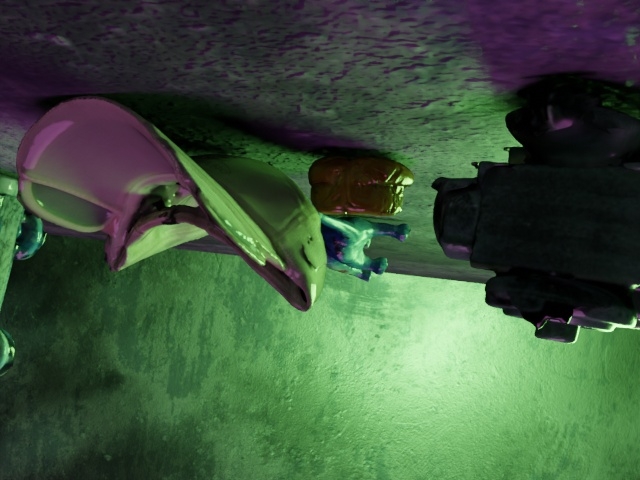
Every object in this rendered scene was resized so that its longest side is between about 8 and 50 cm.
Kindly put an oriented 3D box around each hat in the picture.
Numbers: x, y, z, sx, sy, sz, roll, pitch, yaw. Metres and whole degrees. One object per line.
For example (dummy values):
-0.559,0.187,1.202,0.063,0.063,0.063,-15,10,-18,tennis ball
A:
-0.104,-0.045,0.563,0.219,0.164,0.226,9,138,27,hat

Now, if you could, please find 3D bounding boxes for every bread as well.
0.029,-0.041,0.557,0.083,0.046,0.081,1,179,33,bread

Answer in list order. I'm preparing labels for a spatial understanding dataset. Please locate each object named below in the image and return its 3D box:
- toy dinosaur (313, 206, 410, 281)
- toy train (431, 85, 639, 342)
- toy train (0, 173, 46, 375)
0.030,0.006,0.969,0.144,0.077,0.329,14,172,-6,toy dinosaur
0.213,0.000,0.358,0.300,0.120,0.202,4,177,31,toy train
-0.481,0.051,0.913,0.201,0.300,0.131,14,178,11,toy train
